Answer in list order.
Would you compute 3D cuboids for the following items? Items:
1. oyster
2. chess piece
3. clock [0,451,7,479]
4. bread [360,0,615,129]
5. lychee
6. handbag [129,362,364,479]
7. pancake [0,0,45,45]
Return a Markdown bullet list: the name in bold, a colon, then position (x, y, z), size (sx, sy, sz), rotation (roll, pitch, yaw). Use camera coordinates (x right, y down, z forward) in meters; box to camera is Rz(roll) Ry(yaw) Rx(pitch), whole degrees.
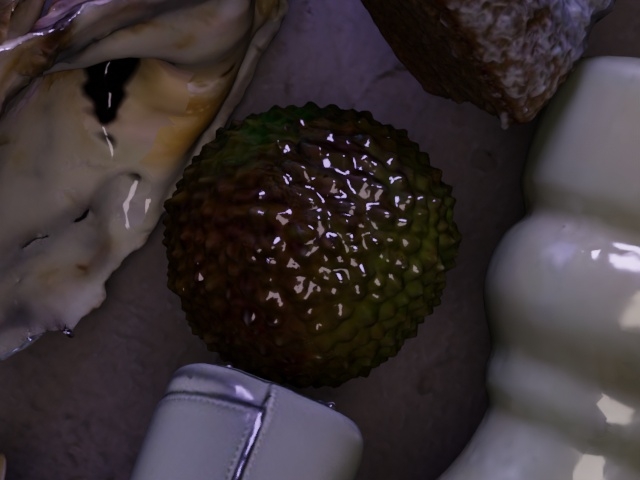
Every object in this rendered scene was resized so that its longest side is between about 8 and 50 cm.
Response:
- **oyster**: position (-0.113, -0.075, 0.673), size (0.100, 0.271, 0.275), rotation (36, 130, 7)
- **chess piece**: position (0.126, 0.136, 0.669), size (0.234, 0.234, 0.442), rotation (22, 91, -2)
- **clock**: position (-0.275, 0.258, 0.646), size (0.348, 0.286, 0.117), rotation (-46, 129, -2)
- **bread**: position (0.170, -0.261, 0.636), size (0.416, 0.113, 0.165), rotation (-48, 126, -8)
- **lychee**: position (0.000, 0.000, 0.681), size (0.171, 0.171, 0.171), rotation (0, 95, 0)
- **handbag**: position (-0.072, 0.231, 0.633), size (0.109, 0.241, 0.315), rotation (16, 68, 2)
- **pancake**: position (-0.327, -0.171, 0.707), size (0.387, 0.082, 0.387), rotation (0, 91, 6)
